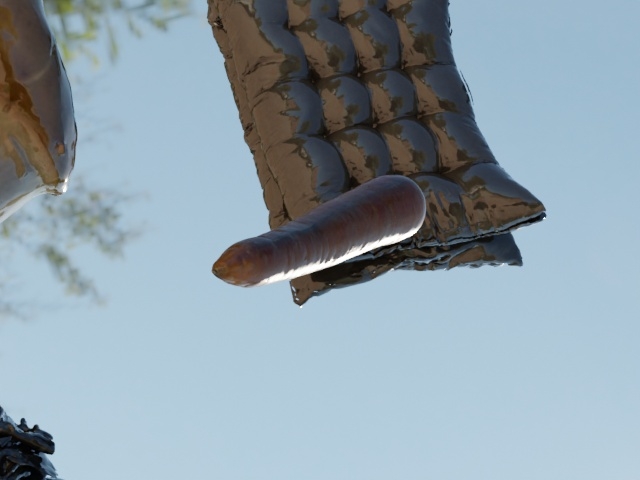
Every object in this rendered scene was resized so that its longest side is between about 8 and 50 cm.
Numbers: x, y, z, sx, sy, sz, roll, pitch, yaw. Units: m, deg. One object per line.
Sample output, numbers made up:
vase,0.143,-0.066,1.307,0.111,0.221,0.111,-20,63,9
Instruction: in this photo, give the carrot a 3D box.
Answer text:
carrot,0.000,0.000,0.885,0.037,0.190,0.037,9,-72,29

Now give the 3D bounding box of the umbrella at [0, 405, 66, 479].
umbrella,-0.329,0.160,1.338,0.154,0.336,0.128,-37,-144,21

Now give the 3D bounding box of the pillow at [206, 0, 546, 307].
pillow,0.043,-0.110,1.568,0.101,0.228,0.326,111,-35,-55

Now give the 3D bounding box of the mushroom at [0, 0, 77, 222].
mushroom,-0.239,0.008,0.599,0.123,0.351,0.095,55,-12,1
